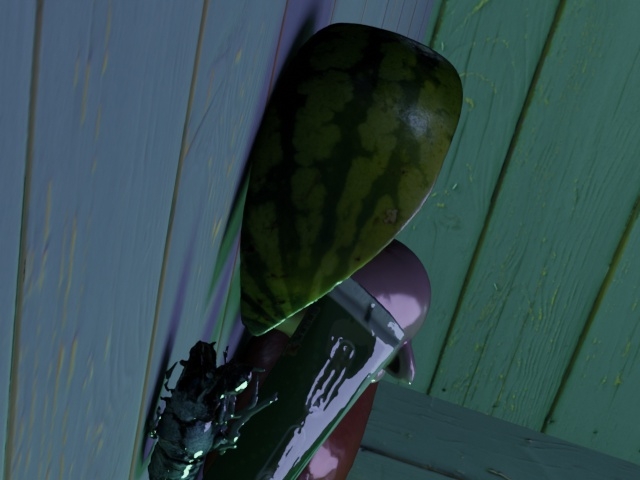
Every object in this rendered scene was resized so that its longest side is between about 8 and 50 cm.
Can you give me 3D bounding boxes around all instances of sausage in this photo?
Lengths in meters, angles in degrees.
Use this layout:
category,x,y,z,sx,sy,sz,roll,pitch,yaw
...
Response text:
category,x,y,z,sx,sy,sz,roll,pitch,yaw
sausage,-0.027,0.176,1.982,0.280,0.152,0.152,-68,175,-45

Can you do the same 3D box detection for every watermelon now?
category,x,y,z,sx,sy,sz,roll,pitch,yaw
watermelon,0.009,-0.085,1.575,0.159,0.128,0.303,-24,-147,47

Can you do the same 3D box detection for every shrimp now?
category,x,y,z,sx,sy,sz,roll,pitch,yaw
shrimp,-0.088,0.142,1.439,0.174,0.082,0.076,115,-7,-47

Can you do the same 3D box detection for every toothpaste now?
category,x,y,z,sx,sy,sz,roll,pitch,yaw
toothpaste,-0.063,0.204,1.677,0.392,0.099,0.061,-55,-151,-16

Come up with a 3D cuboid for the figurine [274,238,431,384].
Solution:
category,x,y,z,sx,sy,sz,roll,pitch,yaw
figurine,0.000,0.000,1.789,0.176,0.186,0.287,38,-41,54
